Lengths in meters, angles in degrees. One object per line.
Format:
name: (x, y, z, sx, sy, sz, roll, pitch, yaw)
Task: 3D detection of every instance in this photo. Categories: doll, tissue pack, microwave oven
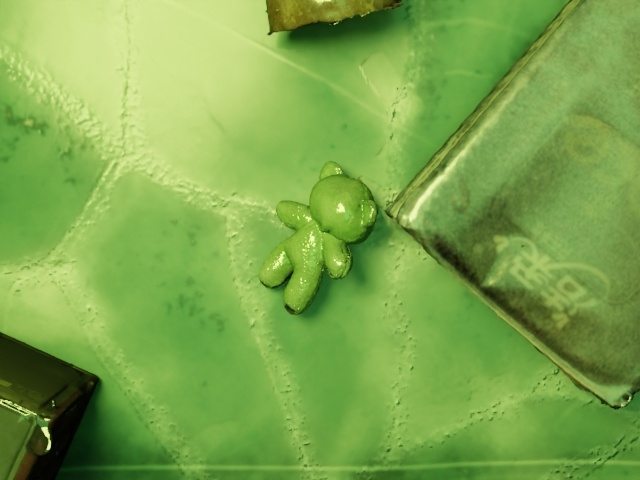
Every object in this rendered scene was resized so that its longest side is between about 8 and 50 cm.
doll: (0.000, 0.000, 0.959, 0.150, 0.077, 0.115, -51, 54, 15)
tissue pack: (0.295, -0.078, 0.912, 0.288, 0.124, 0.394, 41, 94, -2)
microwave oven: (-0.371, 0.182, 0.921, 0.247, 0.178, 0.188, 26, 92, 0)

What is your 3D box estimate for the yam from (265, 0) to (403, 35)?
yam: (-0.006, -0.320, 0.900, 0.129, 0.128, 0.238, -18, 101, -31)
